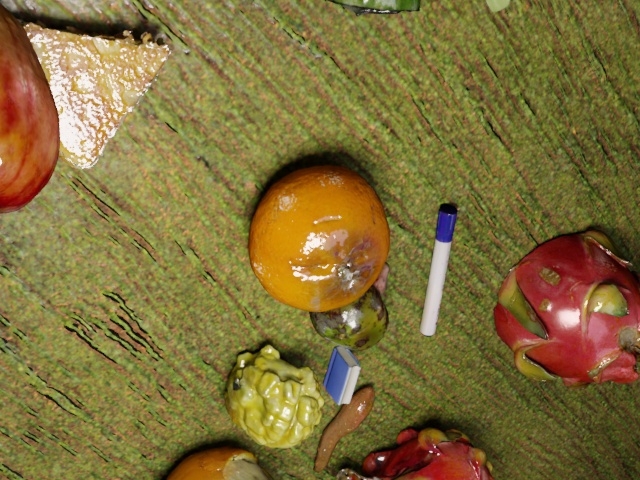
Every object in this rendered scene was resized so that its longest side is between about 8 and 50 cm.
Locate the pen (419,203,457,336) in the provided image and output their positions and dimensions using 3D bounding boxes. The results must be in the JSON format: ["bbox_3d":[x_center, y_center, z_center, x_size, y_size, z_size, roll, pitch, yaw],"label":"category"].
[{"bbox_3d":[0.205,0.058,1.621,0.033,0.033,0.269,-12,126,-25],"label":"pen"}]

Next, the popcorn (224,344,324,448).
[{"bbox_3d":[-0.078,0.255,1.505,0.142,0.173,0.173,-26,132,-25],"label":"popcorn"}]

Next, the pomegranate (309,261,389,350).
[{"bbox_3d":[0.062,0.103,1.501,0.163,0.125,0.138,-40,120,-3],"label":"pomegranate"}]

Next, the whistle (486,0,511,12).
[{"bbox_3d":[0.229,-0.420,1.268,0.105,0.085,0.227,-31,131,-9],"label":"whistle"}]

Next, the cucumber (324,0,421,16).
[{"bbox_3d":[0.079,-0.413,1.165,0.134,0.134,0.244,-8,115,-28],"label":"cucumber"}]

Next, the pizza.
[{"bbox_3d":[-0.274,-0.193,1.131,0.193,0.053,0.201,-19,118,-18],"label":"pizza"}]

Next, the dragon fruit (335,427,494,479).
[{"bbox_3d":[0.194,0.485,1.782,0.307,0.227,0.243,-28,127,-9],"label":"dragon fruit"}]

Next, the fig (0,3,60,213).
[{"bbox_3d":[-0.397,-0.148,0.985,0.224,0.224,0.263,-23,113,-17],"label":"fig"}]

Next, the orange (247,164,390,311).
[{"bbox_3d":[0.000,0.000,1.359,0.224,0.170,0.224,-18,129,-24],"label":"orange"}]

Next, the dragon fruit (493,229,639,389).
[{"bbox_3d":[0.504,0.153,1.746,0.305,0.226,0.305,-17,131,-21],"label":"dragon fruit"}]

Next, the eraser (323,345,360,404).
[{"bbox_3d":[0.037,0.236,1.618,0.027,0.063,0.084,-1,120,-29],"label":"eraser"}]

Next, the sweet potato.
[{"bbox_3d":[0.035,0.356,1.716,0.050,0.050,0.214,18,114,-39],"label":"sweet potato"}]

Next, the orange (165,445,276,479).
[{"bbox_3d":[-0.162,0.467,1.540,0.240,0.240,0.240,-16,128,-22],"label":"orange"}]
